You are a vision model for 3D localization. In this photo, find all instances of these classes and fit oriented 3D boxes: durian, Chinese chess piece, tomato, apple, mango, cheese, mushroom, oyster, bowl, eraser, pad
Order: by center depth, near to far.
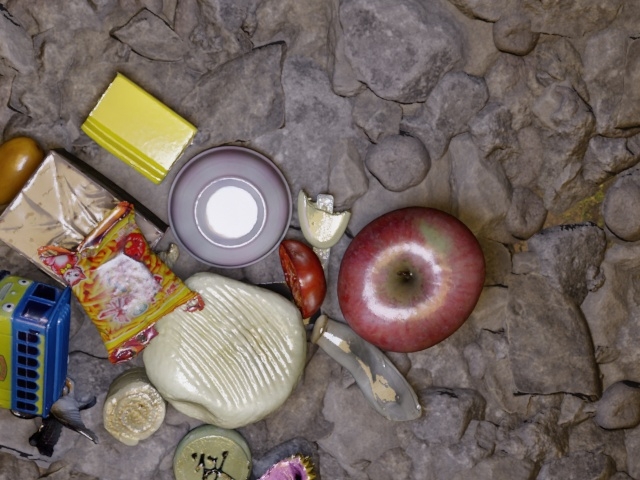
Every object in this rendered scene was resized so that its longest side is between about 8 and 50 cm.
[{"bbox_3d":[-0.679,-0.146,1.719,0.102,0.085,0.184,42,97,2],"label":"mango"},{"bbox_3d":[-0.400,-0.246,1.747,0.226,0.069,0.158,35,90,-10],"label":"eraser"},{"bbox_3d":[-0.202,-0.069,1.760,0.287,0.144,0.286,-1,99,-6],"label":"bowl"},{"bbox_3d":[-0.363,0.088,1.764,0.081,0.163,0.191,14,71,7],"label":"oyster"},{"bbox_3d":[0.203,0.087,1.784,0.345,0.269,0.344,-1,84,8],"label":"apple"},{"bbox_3d":[-0.032,0.086,1.801,0.082,0.166,0.174,-18,137,-13],"label":"tomato"},{"bbox_3d":[0.000,0.000,1.841,0.127,0.050,0.234,5,103,-5],"label":"cheese"},{"bbox_3d":[-0.108,0.623,1.861,0.261,0.186,0.153,-36,70,-1],"label":"durian"},{"bbox_3d":[-0.257,0.531,1.873,0.189,0.083,0.188,-1,101,-7],"label":"Chinese chess piece"},{"bbox_3d":[-0.078,0.151,1.878,0.157,0.003,0.112,-4,99,-6],"label":"pad"},{"bbox_3d":[0.113,0.308,1.883,0.109,0.097,0.351,-42,97,-2],"label":"mushroom"}]

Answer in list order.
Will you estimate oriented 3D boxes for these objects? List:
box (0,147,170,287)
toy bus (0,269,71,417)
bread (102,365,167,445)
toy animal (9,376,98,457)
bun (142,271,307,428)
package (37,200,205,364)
[{"bbox_3d":[-0.511,-0.024,1.706,0.297,0.190,0.225,37,91,-11],"label":"box"},{"bbox_3d":[-0.614,0.216,1.629,0.175,0.138,0.287,14,126,-4],"label":"toy bus"},{"bbox_3d":[-0.421,0.373,1.799,0.134,0.141,0.148,41,91,-12],"label":"bread"},{"bbox_3d":[-0.609,0.386,1.777,0.197,0.160,0.272,39,130,-17],"label":"toy animal"},{"bbox_3d":[-0.214,0.239,1.756,0.352,0.227,0.349,-37,92,-22],"label":"bun"},{"bbox_3d":[-0.398,0.079,1.590,0.223,0.108,0.288,-33,107,-8],"label":"package"}]
